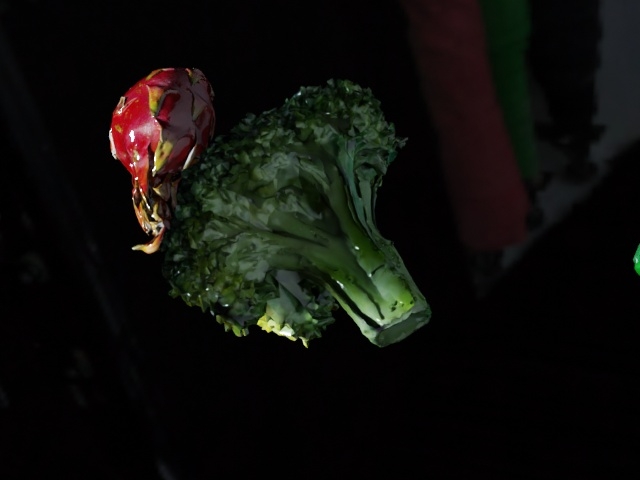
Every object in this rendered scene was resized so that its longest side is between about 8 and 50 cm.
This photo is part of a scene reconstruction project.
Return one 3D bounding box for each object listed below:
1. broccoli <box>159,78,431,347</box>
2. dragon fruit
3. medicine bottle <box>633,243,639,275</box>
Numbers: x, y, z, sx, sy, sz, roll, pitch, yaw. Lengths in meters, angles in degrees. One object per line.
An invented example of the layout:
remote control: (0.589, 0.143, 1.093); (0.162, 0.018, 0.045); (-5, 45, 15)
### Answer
broccoli: (0.000, 0.000, 0.981); (0.220, 0.194, 0.194); (-25, -60, -27)
dragon fruit: (-0.149, -0.076, 1.272); (0.094, 0.094, 0.190); (54, -140, -49)
medicine bottle: (0.281, -0.086, 0.952); (0.095, 0.064, 0.260); (33, -101, -26)
